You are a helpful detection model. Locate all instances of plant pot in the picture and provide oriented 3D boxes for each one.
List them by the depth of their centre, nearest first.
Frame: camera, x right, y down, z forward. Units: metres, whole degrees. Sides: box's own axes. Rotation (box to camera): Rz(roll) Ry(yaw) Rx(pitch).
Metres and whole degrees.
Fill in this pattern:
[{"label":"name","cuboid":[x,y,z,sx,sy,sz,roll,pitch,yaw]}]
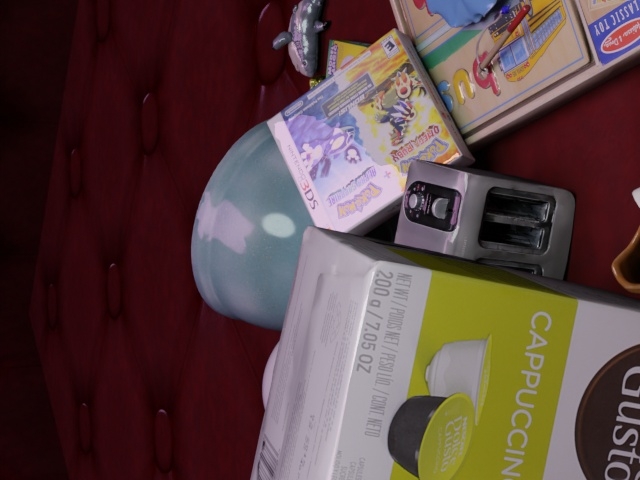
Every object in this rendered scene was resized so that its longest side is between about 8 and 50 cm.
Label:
[{"label":"plant pot","cuboid":[0.000,0.000,1.560,0.196,0.293,0.293,23,114,35]}]

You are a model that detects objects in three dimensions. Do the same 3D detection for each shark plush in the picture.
[{"label":"shark plush","cuboid":[-0.006,-0.337,1.818,0.067,0.073,0.161,35,102,37]}]

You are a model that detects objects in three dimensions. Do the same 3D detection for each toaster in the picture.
[{"label":"toaster","cuboid":[0.177,0.010,1.278,0.110,0.185,0.168,23,103,60]}]

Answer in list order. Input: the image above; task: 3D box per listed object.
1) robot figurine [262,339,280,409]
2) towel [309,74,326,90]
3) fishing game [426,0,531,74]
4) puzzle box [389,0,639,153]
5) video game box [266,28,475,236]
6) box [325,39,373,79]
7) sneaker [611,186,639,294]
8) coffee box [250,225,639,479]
[{"label":"robot figurine","cuboid":[0.064,0.189,1.433,0.278,0.173,0.209,9,101,32]},{"label":"towel","cuboid":[-0.008,-0.132,1.786,0.102,0.021,0.237,-52,-32,-75]},{"label":"fishing game","cuboid":[0.145,-0.319,1.271,0.264,0.041,0.189,63,158,14]},{"label":"puzzle box","cuboid":[0.210,-0.270,1.267,0.409,0.052,0.272,-29,76,62]},{"label":"video game box","cuboid":[0.055,-0.118,1.403,0.205,0.048,0.187,-34,70,22]},{"label":"box","cuboid":[0.053,-0.230,1.673,0.179,0.043,0.105,-149,62,-63]},{"label":"sneaker","cuboid":[0.341,-0.050,0.974,0.106,0.123,0.290,-113,35,-43]},{"label":"coffee box","cuboid":[0.136,0.193,1.029,0.338,0.334,0.338,-157,79,-79]}]
